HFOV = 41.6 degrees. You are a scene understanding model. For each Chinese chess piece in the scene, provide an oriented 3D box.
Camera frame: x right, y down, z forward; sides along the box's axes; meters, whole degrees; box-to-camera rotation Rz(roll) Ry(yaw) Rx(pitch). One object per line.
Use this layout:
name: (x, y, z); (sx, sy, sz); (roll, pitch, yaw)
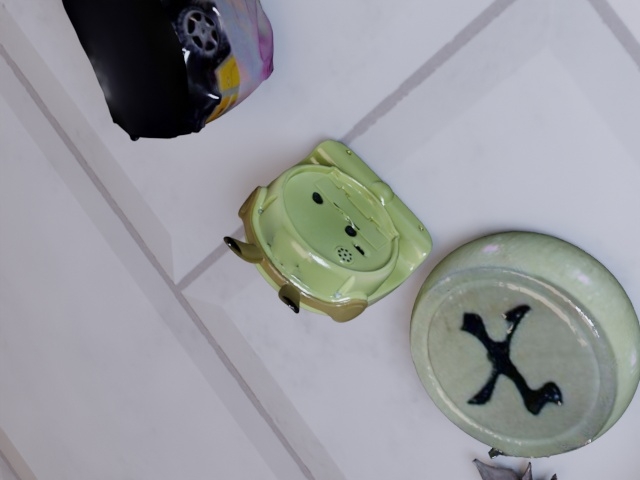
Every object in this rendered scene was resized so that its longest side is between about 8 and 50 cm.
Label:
Chinese chess piece: (0.201, 0.106, 0.835); (0.238, 0.092, 0.237); (14, 118, 28)

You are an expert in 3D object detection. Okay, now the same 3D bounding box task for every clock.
clock: (0.000, 0.000, 0.833); (0.170, 0.232, 0.069); (47, 129, 7)

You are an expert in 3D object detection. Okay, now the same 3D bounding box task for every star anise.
star anise: (0.216, 0.287, 0.928); (0.129, 0.056, 0.124); (46, 129, 8)

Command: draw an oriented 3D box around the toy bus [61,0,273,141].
toy bus: (-0.170, -0.302, 0.858); (0.171, 0.162, 0.386); (-10, 104, 42)
